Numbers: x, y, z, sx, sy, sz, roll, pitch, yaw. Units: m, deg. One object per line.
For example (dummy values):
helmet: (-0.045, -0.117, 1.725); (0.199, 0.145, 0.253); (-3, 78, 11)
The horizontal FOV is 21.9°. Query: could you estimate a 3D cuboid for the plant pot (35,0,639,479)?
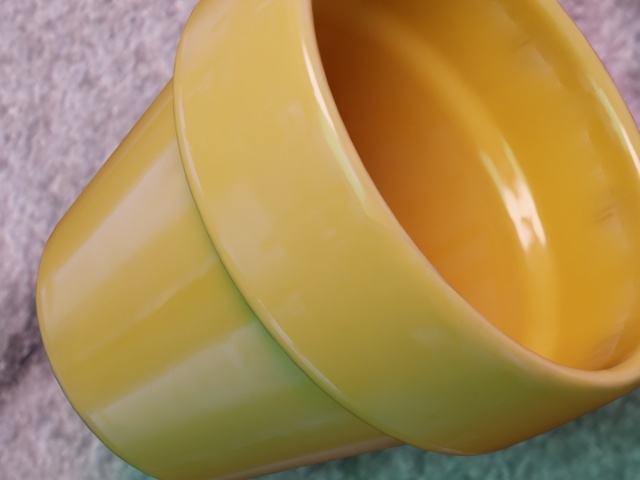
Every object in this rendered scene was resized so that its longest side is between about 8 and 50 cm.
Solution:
plant pot: (0.000, 0.000, 0.785); (0.239, 0.254, 0.254); (-32, 66, 36)
